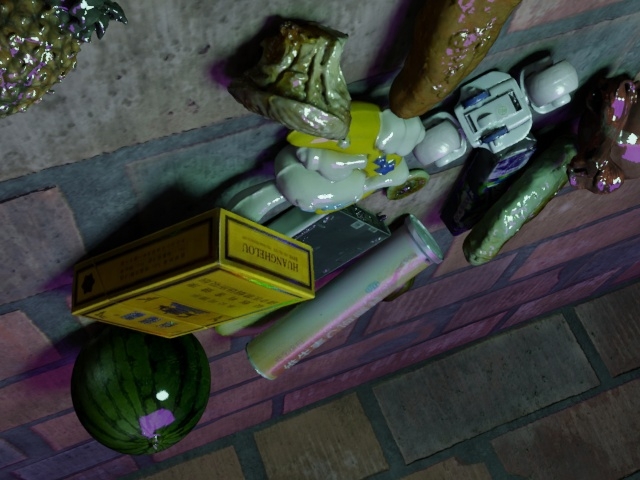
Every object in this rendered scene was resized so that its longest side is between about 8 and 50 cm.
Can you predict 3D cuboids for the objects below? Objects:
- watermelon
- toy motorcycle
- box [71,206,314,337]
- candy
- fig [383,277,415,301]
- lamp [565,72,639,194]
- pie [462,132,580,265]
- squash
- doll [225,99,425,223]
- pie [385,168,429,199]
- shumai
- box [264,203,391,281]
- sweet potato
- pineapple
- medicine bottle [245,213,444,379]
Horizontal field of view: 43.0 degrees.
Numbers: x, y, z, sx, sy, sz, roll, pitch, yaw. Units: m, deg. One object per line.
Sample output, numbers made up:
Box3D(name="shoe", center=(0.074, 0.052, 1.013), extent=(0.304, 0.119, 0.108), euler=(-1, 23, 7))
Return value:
Box3D(name="watermelon", center=(-0.311, 0.250, 1.418), extent=(0.242, 0.242, 0.242), euler=(-21, 160, -8))
Box3D(name="toy motorcycle", center=(0.248, -0.186, 1.179), extent=(0.254, 0.113, 0.112), euler=(-27, 160, 10))
Box3D(name="box", center=(-0.183, 0.057, 1.152), extent=(0.301, 0.084, 0.192), euler=(-18, 152, 34))
Box3D(name="candy", center=(0.296, -0.100, 1.468), extent=(0.088, 0.061, 0.312), euler=(-21, 160, -15))
Box3D(name="fig", center=(0.153, 0.059, 1.660), extent=(0.155, 0.103, 0.109), euler=(-48, -173, 28))
Box3D(name="lamp", center=(0.485, -0.168, 1.344), extent=(0.223, 0.215, 0.151), euler=(15, 174, -32))
Box3D(name="pie", center=(0.368, -0.068, 1.480), extent=(0.306, 0.071, 0.306), euler=(-43, 168, -11))
Box3D(name="squash", center=(-0.115, 0.141, 1.647), extent=(0.219, 0.041, 0.219), euler=(-20, 159, -8))
Box3D(name="doll", center=(0.015, -0.097, 1.098), extent=(0.252, 0.111, 0.237), euler=(-13, 159, -30))
Box3D(name="pie", center=(0.147, -0.093, 1.379), extent=(0.084, 0.021, 0.084), euler=(-21, 159, -8))
Box3D(name="shumai", center=(-0.018, -0.179, 0.882), extent=(0.145, 0.145, 0.116), euler=(7, 107, -54))
Box3D(name="box", center=(0.000, 0.000, 1.408), extent=(0.210, 0.045, 0.270), euler=(-31, 159, 16))
Box3D(name="sweet potato", center=(0.160, -0.254, 0.889), extent=(0.106, 0.095, 0.355), euler=(-39, 169, -47))
Box3D(name="pineapple", center=(-0.220, -0.187, 0.658), extent=(0.197, 0.108, 0.108), euler=(-37, 158, 4))
Box3D(name="medicine bottle", center=(0.041, 0.119, 1.586), extent=(0.426, 0.108, 0.108), euler=(-38, 156, 16))
